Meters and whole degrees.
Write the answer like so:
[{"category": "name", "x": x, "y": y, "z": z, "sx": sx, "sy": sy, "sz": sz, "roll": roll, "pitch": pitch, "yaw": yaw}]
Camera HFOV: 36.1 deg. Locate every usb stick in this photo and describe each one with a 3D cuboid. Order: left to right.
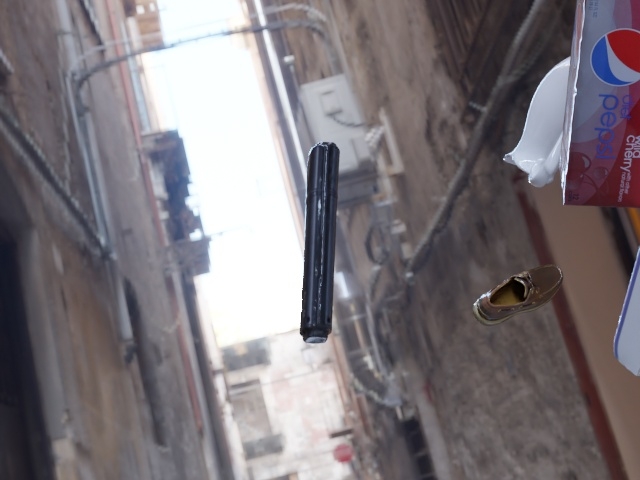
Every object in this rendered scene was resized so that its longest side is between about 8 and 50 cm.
[{"category": "usb stick", "x": 0.000, "y": 0.000, "z": 1.342, "sx": 0.045, "sy": 0.277, "sz": 0.077, "roll": 5, "pitch": -16, "yaw": -8}]

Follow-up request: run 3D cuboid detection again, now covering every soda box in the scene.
[{"category": "soda box", "x": 0.301, "y": -0.166, "z": 1.012, "sx": 0.084, "sy": 0.092, "sz": 0.263, "roll": 2, "pitch": -58, "yaw": 8}]

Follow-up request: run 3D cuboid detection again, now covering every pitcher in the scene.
[{"category": "pitcher", "x": 0.384, "y": -0.181, "z": 1.544, "sx": 0.207, "sy": 0.126, "sz": 0.177, "roll": -58, "pitch": 7, "yaw": 15}]

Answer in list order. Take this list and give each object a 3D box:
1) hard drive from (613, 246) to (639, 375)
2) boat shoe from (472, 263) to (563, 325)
[{"category": "hard drive", "x": 0.401, "y": -0.011, "z": 0.818, "sx": 0.319, "sy": 0.040, "sz": 0.210, "roll": -10, "pitch": -57, "yaw": -24}, {"category": "boat shoe", "x": 0.339, "y": 0.086, "z": 1.642, "sx": 0.178, "sy": 0.064, "sz": 0.060, "roll": -24, "pitch": -22, "yaw": -21}]
